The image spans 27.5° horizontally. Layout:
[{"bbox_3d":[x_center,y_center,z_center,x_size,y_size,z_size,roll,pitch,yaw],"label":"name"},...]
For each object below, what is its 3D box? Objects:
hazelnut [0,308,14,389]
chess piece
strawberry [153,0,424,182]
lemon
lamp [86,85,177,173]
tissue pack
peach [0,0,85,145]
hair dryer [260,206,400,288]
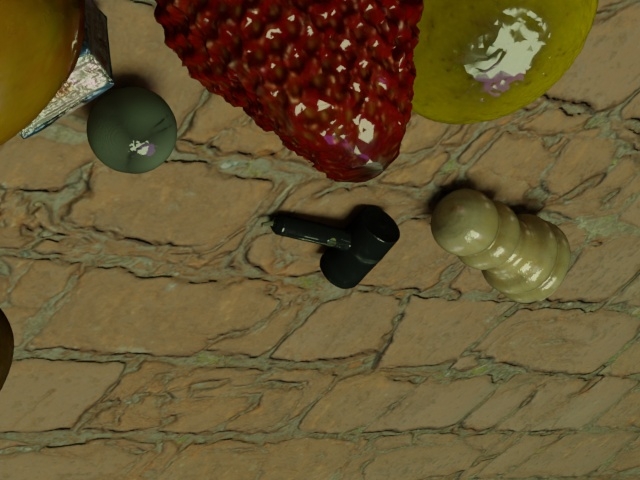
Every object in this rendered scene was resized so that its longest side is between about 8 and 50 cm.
[{"bbox_3d":[-0.510,0.135,1.641,0.229,0.229,0.229,-18,148,-12],"label":"hazelnut"},{"bbox_3d":[0.270,0.002,2.041,0.142,0.143,0.261,-40,142,22],"label":"chess piece"},{"bbox_3d":[-0.011,-0.213,1.294,0.267,0.351,0.312,-29,157,6],"label":"strawberry"},{"bbox_3d":[0.172,-0.257,1.467,0.310,0.253,0.253,-45,144,22],"label":"lemon"},{"bbox_3d":[-0.219,-0.129,1.524,0.105,0.105,0.105,-18,148,-12],"label":"lamp"},{"bbox_3d":[-0.276,-0.187,1.345,0.115,0.155,0.065,-31,124,8],"label":"tissue pack"},{"bbox_3d":[-0.384,-0.188,1.138,0.372,0.290,0.373,-16,140,-14],"label":"peach"},{"bbox_3d":[0.000,0.000,1.913,0.219,0.072,0.124,14,132,-37],"label":"hair dryer"}]
